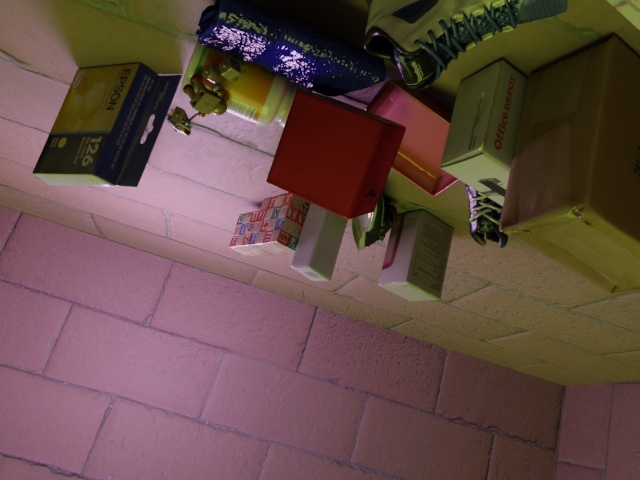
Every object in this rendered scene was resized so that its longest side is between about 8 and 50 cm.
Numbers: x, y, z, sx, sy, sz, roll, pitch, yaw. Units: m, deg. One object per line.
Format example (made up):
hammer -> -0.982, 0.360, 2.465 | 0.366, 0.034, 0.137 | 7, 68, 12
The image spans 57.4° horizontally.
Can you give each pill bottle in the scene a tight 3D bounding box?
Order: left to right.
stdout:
pill bottle -> -0.147, -0.318, 1.201 | 0.246, 0.136, 0.136 | 21, 161, -13

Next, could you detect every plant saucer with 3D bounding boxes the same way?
plant saucer -> 0.209, -0.220, 1.251 | 0.258, 0.047, 0.259 | 34, 159, -6

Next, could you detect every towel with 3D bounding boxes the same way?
towel -> -0.059, -0.333, 1.034 | 0.308, 0.076, 0.228 | 15, -173, -21

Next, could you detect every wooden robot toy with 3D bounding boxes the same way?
wooden robot toy -> -0.207, -0.277, 1.120 | 0.173, 0.076, 0.079 | -43, 148, 21

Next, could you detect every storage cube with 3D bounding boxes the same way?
storage cube -> 0.038, -0.173, 1.170 | 0.215, 0.193, 0.184 | 25, -164, 17

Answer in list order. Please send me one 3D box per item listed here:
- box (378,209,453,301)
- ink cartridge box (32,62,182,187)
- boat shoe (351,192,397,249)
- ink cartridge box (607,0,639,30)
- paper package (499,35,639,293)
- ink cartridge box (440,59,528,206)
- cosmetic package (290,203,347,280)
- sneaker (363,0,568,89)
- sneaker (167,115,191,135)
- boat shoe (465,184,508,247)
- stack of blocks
box -> 0.284, 0.049, 1.732 | 0.149, 0.232, 0.127 | 28, 157, -31
ink cartridge box -> -0.504, -0.272, 1.368 | 0.307, 0.303, 0.072 | 3, 158, 32
boat shoe -> 0.165, -0.069, 1.698 | 0.113, 0.127, 0.340 | -12, 154, -8
ink cartridge box -> 0.390, -0.347, 0.715 | 0.198, 0.115, 0.067 | 26, 159, -25
paper package -> 0.482, -0.111, 0.980 | 0.310, 0.324, 0.168 | 26, 158, -26
ink cartridge box -> 0.373, -0.173, 1.091 | 0.273, 0.196, 0.114 | 26, 159, -26
cosmetic package -> 0.000, 0.000, 1.829 | 0.086, 0.231, 0.117 | 0, 155, 39
sneaker -> 0.197, -0.313, 0.867 | 0.316, 0.182, 0.127 | 5, 160, 29
sneaker -> -0.391, -0.309, 1.586 | 0.035, 0.031, 0.083 | 4, 158, 33
boat shoe -> 0.388, -0.105, 1.330 | 0.127, 0.158, 0.340 | 5, 158, 30
stack of blocks -> -0.169, -0.046, 1.932 | 0.087, 0.171, 0.297 | 29, 158, -33
